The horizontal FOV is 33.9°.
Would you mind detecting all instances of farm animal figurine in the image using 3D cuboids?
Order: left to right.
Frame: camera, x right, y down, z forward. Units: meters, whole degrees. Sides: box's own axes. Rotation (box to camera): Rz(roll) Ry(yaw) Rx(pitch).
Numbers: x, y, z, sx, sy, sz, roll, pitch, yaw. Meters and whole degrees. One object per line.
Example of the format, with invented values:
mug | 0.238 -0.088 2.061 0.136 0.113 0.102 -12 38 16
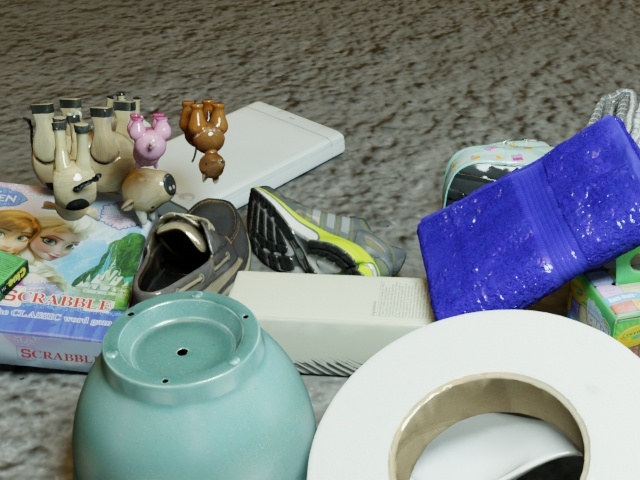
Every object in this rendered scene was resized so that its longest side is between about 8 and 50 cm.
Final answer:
farm animal figurine | -0.301 -0.106 1.494 0.327 0.172 0.330 12 18 37

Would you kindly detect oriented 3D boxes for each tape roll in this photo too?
tape roll | 0.180 0.238 1.088 0.392 0.072 0.392 -11 43 11

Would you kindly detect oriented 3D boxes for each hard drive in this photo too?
hard drive | -0.162 -0.140 1.833 0.233 0.047 0.353 26 43 37

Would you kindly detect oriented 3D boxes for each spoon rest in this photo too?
spoon rest | 0.220 0.241 1.171 0.276 0.084 0.137 4 35 9

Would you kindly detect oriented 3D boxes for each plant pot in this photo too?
plant pot | -0.147 0.182 1.188 0.293 0.196 0.293 -2 33 1

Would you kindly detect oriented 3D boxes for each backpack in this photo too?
backpack | 0.274 -0.068 1.577 0.188 0.165 0.144 0 31 -2

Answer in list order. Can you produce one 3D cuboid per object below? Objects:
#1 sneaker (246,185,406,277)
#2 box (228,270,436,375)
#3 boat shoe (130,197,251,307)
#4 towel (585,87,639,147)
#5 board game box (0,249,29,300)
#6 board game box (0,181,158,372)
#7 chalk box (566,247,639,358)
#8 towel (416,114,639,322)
sneaker | 0.000 0.000 1.568 0.121 0.111 0.300 -18 40 -40
box | 0.017 0.111 1.382 0.275 0.094 0.113 2 32 9
boat shoe | -0.179 0.025 1.496 0.132 0.130 0.355 2 33 7
towel | 0.427 -0.061 1.494 0.121 0.235 0.283 8 32 21
board game box | -0.537 0.033 1.397 0.260 0.030 0.136 19 39 15
board game box | -0.411 0.041 1.481 0.319 0.066 0.318 6 39 -2
chalk box | 0.382 0.096 1.266 0.132 0.213 0.132 -8 33 -8
towel | 0.258 -0.022 1.284 0.308 0.076 0.227 -32 28 18
